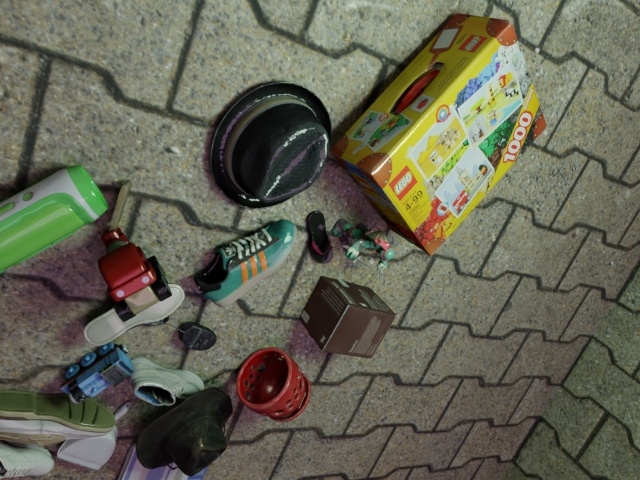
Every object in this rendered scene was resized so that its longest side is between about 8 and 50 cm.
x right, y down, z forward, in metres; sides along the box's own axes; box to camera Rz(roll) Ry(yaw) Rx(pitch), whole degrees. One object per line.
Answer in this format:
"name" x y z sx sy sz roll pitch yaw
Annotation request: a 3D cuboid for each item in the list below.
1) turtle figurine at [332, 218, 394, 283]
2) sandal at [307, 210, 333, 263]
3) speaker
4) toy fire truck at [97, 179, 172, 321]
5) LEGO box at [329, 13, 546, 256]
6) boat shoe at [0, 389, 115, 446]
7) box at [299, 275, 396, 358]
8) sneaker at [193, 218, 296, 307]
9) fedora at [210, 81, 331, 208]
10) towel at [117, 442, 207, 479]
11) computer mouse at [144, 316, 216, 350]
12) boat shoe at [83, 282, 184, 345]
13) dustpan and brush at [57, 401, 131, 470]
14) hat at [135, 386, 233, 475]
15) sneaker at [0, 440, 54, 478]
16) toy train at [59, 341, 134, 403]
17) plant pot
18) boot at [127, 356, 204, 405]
"turtle figurine" 0.139 0.019 1.504 0.175 0.234 0.118 33 99 -39
"sandal" 0.000 0.000 1.538 0.067 0.040 0.179 -25 127 -16
"speaker" -0.600 -0.037 1.111 0.296 0.131 0.131 -32 129 -11
"toy fire truck" -0.429 0.016 1.199 0.158 0.217 0.247 -30 114 -11
"LEGO box" 0.326 -0.272 1.436 0.500 0.193 0.372 -48 132 -4
"boat shoe" -0.684 0.459 1.373 0.302 0.113 0.103 21 107 -26
"box" 0.082 0.235 1.642 0.203 0.168 0.167 17 109 -37
"sneaker" -0.195 0.043 1.406 0.302 0.108 0.121 -43 134 1
"fedora" -0.093 -0.202 1.291 0.333 0.152 0.334 -14 123 -23
"towel" -0.479 0.705 1.681 0.284 0.034 0.209 12 108 -37
"computer mouse" -0.386 0.234 1.460 0.242 0.041 0.071 33 97 -32
"boat shoe" -0.458 0.175 1.341 0.254 0.079 0.095 -32 107 -6
"dustpan and brush" -0.601 0.533 1.501 0.211 0.060 0.147 -40 131 5
"hat" -0.357 0.579 1.537 0.331 0.134 0.331 -28 144 -23
"sneaker" -0.789 0.567 1.379 0.090 0.095 0.235 -48 131 0
"toy train" -0.563 0.336 1.365 0.184 0.105 0.080 -34 129 -9
"plant pot" -0.130 0.443 1.629 0.191 0.191 0.174 -41 133 -3
"boot" -0.417 0.412 1.484 0.258 0.123 0.095 32 99 -39
